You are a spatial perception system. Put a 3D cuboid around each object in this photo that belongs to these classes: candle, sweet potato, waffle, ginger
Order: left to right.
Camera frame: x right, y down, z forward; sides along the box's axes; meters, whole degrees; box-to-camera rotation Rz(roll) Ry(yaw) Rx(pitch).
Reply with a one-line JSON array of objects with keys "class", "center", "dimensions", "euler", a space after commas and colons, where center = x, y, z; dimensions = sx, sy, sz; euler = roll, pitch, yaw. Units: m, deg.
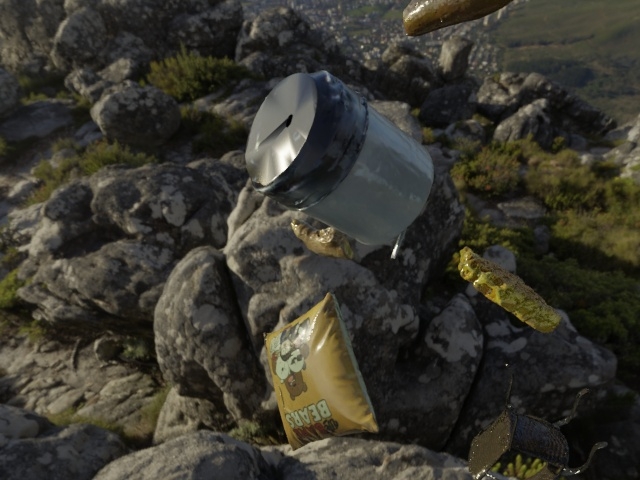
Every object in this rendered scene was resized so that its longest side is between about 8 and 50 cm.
[{"class": "ginger", "center": [0.002, 0.004, 1.344], "dimensions": [0.214, 0.137, 0.074], "euler": [15, 50, 30]}, {"class": "candle", "center": [0.058, -0.120, 0.757], "dimensions": [0.343, 0.221, 0.221], "euler": [24, 35, -35]}, {"class": "sweet potato", "center": [0.232, -0.370, 0.643], "dimensions": [0.244, 0.077, 0.077], "euler": [-6, 39, 37]}, {"class": "waffle", "center": [0.390, 0.090, 0.978], "dimensions": [0.219, 0.057, 0.229], "euler": [28, 17, -20]}]

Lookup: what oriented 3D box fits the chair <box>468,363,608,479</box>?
[{"class": "chair", "center": [0.357, 0.345, 0.765], "dimensions": [0.149, 0.213, 0.174], "euler": [21, 29, 9]}]

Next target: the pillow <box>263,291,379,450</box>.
[{"class": "pillow", "center": [-0.018, 0.317, 1.027], "dimensions": [0.119, 0.310, 0.312], "euler": [4, 60, -44]}]
